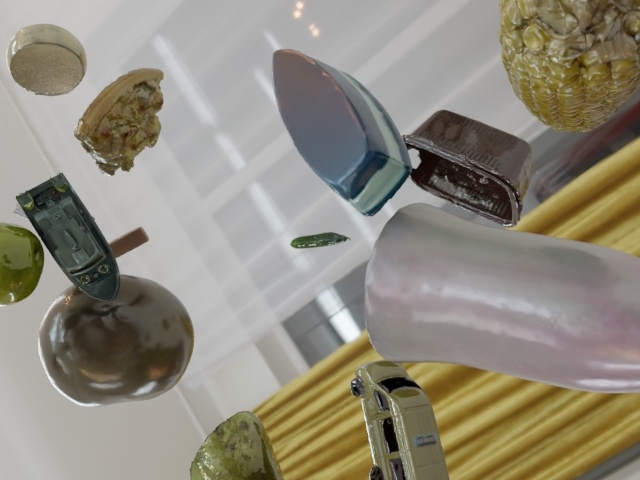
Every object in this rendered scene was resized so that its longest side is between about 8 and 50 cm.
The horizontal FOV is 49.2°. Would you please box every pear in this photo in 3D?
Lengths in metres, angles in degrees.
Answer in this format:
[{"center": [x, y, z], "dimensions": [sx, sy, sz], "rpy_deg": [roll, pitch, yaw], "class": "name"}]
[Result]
[{"center": [-0.678, 0.048, 1.426], "dimensions": [0.166, 0.216, 0.180], "rpy_deg": [-89, -10, -54], "class": "pear"}]

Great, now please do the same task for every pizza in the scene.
[{"center": [-0.442, -0.265, 1.615], "dimensions": [0.089, 0.223, 0.323], "rpy_deg": [16, -139, 14], "class": "pizza"}]

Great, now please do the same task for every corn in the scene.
[{"center": [0.207, -0.151, 0.564], "dimensions": [0.119, 0.119, 0.322], "rpy_deg": [56, -169, 15], "class": "corn"}]

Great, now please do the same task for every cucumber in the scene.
[{"center": [0.000, 0.000, 1.720], "dimensions": [0.037, 0.155, 0.037], "rpy_deg": [-6, -90, -76], "class": "cucumber"}]

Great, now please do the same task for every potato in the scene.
[{"center": [-0.119, 0.443, 1.215], "dimensions": [0.111, 0.160, 0.271], "rpy_deg": [22, 131, 46], "class": "potato"}]

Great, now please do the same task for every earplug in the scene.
[{"center": [0.209, 0.066, 0.653], "dimensions": [0.301, 0.172, 0.172], "rpy_deg": [11, 166, 38], "class": "earplug"}]

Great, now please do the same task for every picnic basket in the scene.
[{"center": [0.332, -0.165, 1.527], "dimensions": [0.297, 0.129, 0.222], "rpy_deg": [29, 163, 30], "class": "picnic basket"}]

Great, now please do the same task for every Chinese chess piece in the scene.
[{"center": [-0.439, -0.290, 1.123], "dimensions": [0.122, 0.122, 0.051], "rpy_deg": [31, -143, -52], "class": "Chinese chess piece"}]

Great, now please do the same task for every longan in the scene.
[{"center": [-0.488, 0.239, 1.687], "dimensions": [0.361, 0.361, 0.361], "rpy_deg": [46, -163, -18], "class": "longan"}]

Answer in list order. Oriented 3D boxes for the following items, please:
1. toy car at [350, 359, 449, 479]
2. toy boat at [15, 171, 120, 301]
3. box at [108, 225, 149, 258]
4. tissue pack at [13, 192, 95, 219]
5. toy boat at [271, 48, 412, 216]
[{"center": [0.144, 0.332, 1.238], "dimensions": [0.101, 0.124, 0.256], "rpy_deg": [2, -112, -35], "class": "toy car"}, {"center": [-0.521, 0.005, 1.492], "dimensions": [0.296, 0.114, 0.122], "rpy_deg": [61, 172, -12], "class": "toy boat"}, {"center": [-0.523, 0.006, 1.895], "dimensions": [0.048, 0.115, 0.025], "rpy_deg": [60, -174, -22], "class": "box"}, {"center": [-0.656, -0.064, 1.729], "dimensions": [0.155, 0.065, 0.115], "rpy_deg": [22, -175, 14], "class": "tissue pack"}, {"center": [0.005, -0.142, 0.776], "dimensions": [0.062, 0.096, 0.299], "rpy_deg": [25, -156, -37], "class": "toy boat"}]
